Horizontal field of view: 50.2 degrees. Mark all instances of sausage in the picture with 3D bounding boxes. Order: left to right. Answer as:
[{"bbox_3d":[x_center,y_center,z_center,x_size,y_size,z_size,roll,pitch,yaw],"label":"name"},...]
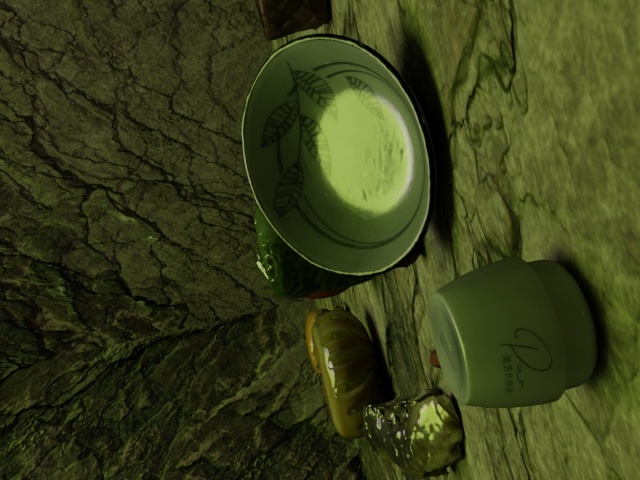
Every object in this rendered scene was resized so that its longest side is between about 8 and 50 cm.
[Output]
[{"bbox_3d":[0.175,0.159,0.918,0.147,0.030,0.035,115,145,-82],"label":"sausage"}]

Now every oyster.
[{"bbox_3d":[0.150,0.323,1.157,0.341,0.110,0.166,169,82,-72],"label":"oyster"}]

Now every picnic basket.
[{"bbox_3d":[-0.163,-0.553,1.345,0.293,0.337,0.337,-109,8,-51],"label":"picnic basket"}]

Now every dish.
[{"bbox_3d":[0.041,-0.113,0.901,0.316,0.106,0.317,17,118,36],"label":"dish"}]

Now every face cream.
[{"bbox_3d":[0.149,0.074,0.539,0.117,0.104,0.117,167,90,-84],"label":"face cream"}]

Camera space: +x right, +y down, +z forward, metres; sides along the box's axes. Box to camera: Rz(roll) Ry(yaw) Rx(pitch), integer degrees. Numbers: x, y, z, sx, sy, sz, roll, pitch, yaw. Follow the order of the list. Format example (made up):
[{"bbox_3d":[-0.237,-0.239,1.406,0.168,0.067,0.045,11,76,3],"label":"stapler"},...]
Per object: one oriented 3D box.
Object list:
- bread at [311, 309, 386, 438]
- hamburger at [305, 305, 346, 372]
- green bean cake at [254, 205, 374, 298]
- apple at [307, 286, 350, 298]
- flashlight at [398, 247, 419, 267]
[{"bbox_3d":[0.080,0.345,1.769,0.333,0.160,0.333,165,90,-86],"label":"bread"},{"bbox_3d":[0.033,0.333,2.281,0.244,0.162,0.245,166,90,-86],"label":"hamburger"},{"bbox_3d":[-0.006,0.004,1.337,0.222,0.248,0.125,85,169,-50],"label":"green bean cake"},{"bbox_3d":[0.000,0.000,1.578,0.272,0.206,0.252,-105,-7,-55],"label":"apple"},{"bbox_3d":[0.092,-0.076,1.001,0.093,0.092,0.232,-120,21,-75],"label":"flashlight"}]
